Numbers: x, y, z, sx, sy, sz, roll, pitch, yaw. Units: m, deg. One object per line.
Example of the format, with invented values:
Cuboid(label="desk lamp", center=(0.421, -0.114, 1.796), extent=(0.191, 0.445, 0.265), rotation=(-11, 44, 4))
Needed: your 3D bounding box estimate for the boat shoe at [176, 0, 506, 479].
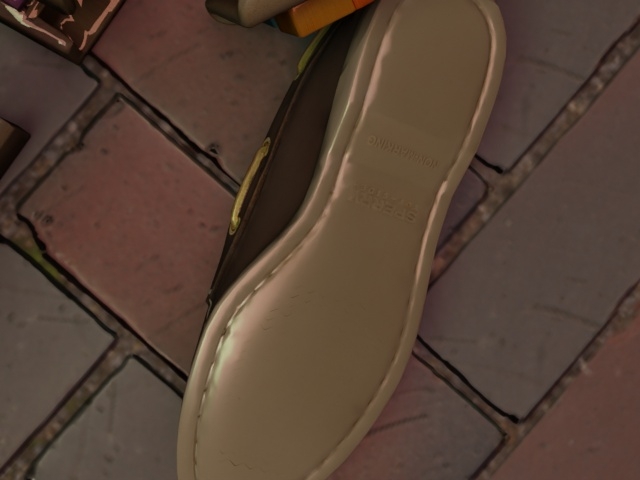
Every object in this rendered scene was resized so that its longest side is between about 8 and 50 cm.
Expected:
Cuboid(label="boat shoe", center=(0.000, 0.000, 0.569), extent=(0.116, 0.096, 0.324), rotation=(22, 89, -24))

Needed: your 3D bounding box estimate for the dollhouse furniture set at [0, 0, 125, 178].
Cuboid(label="dollhouse furniture set", center=(-0.256, -0.103, 0.448), extent=(0.198, 0.303, 0.286), rotation=(35, 88, -4))

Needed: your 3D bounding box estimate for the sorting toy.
Cuboid(label="sorting toy", center=(0.037, -0.155, 0.517), extent=(0.193, 0.208, 0.038), rotation=(-27, 104, -4))
